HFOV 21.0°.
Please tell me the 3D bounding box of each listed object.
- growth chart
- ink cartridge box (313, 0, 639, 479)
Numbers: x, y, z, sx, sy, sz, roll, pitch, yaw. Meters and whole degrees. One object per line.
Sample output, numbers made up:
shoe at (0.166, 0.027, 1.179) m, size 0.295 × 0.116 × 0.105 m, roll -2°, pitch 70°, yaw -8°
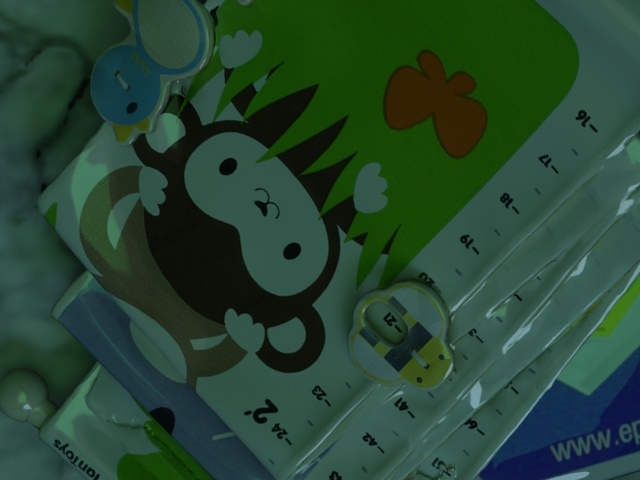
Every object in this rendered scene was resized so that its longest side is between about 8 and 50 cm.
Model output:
growth chart at (0.000, 0.000, 0.469) m, size 0.172 × 0.021 × 0.237 m, roll 35°, pitch 115°, yaw 10°
ink cartridge box at (0.142, -0.106, 0.498) m, size 0.303 × 0.072 × 0.307 m, roll -15°, pitch 99°, yaw -3°
